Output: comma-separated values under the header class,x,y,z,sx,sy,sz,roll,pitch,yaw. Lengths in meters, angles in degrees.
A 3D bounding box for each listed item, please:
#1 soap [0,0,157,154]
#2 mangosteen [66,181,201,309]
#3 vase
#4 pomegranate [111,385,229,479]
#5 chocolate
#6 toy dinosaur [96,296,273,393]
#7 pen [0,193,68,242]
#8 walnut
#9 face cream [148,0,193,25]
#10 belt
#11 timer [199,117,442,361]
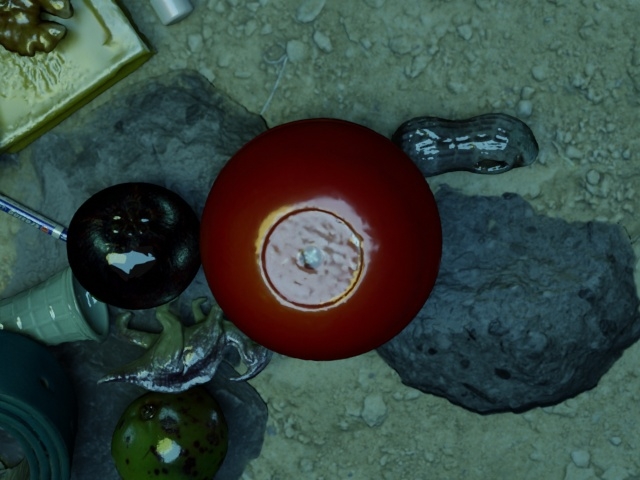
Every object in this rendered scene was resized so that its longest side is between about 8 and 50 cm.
class,x,y,z,sx,sy,sz,roll,pitch,yaw
soap,-0.445,-0.291,1.337,0.315,0.091,0.199,-33,100,3
mangosteen,-0.290,0.015,1.357,0.216,0.216,0.216,-1,101,-3
vase,-0.516,0.146,1.397,0.298,0.143,0.143,-19,101,4
pomegranate,-0.245,0.359,1.437,0.202,0.202,0.248,-20,132,1
chocolate,0.235,-0.159,1.393,0.248,0.110,0.110,0,101,-3
toy dinosaur,-0.225,0.171,1.413,0.294,0.077,0.162,-12,67,-1
pen,-0.472,-0.030,1.416,0.204,0.025,0.025,29,98,-8
walnut,-0.449,-0.350,1.247,0.170,0.069,0.143,18,100,-4
face cream,-0.287,-0.464,1.316,0.082,0.082,0.269,-30,102,3
belt,-0.554,0.351,1.359,0.300,0.173,0.437,15,124,-16
timer,0.000,0.000,1.313,0.377,0.279,0.378,1,104,4
